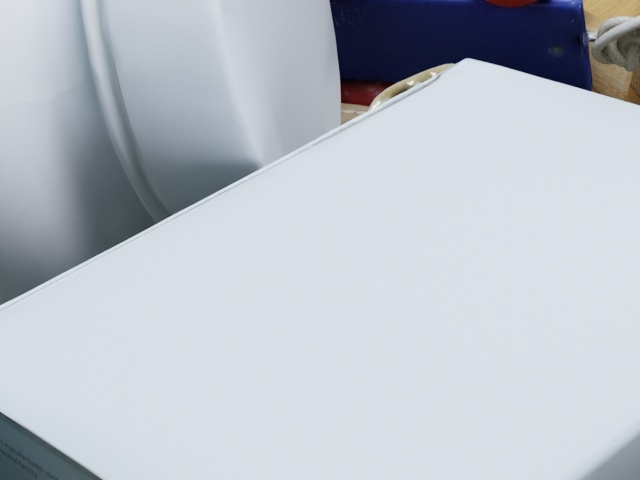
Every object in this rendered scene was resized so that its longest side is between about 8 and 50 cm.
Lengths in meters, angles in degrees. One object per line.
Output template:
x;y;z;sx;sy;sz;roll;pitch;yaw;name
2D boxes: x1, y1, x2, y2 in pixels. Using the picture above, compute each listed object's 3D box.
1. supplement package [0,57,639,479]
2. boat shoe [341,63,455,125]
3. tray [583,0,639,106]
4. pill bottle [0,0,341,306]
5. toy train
0.041;0.068;0.527;0.262;0.145;0.204;-30;36;-33;supplement package
0.065;-0.036;0.730;0.302;0.098;0.109;14;38;27;boat shoe
0.251;-0.192;0.963;0.411;0.076;0.203;-29;51;-30;tray
-0.208;-0.061;0.685;0.408;0.229;0.229;-8;29;16;pill bottle
0.115;-0.138;0.779;0.248;0.105;0.143;6;54;20;toy train
